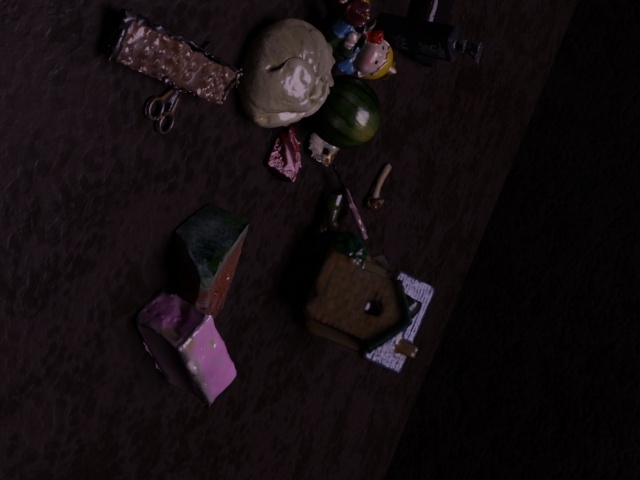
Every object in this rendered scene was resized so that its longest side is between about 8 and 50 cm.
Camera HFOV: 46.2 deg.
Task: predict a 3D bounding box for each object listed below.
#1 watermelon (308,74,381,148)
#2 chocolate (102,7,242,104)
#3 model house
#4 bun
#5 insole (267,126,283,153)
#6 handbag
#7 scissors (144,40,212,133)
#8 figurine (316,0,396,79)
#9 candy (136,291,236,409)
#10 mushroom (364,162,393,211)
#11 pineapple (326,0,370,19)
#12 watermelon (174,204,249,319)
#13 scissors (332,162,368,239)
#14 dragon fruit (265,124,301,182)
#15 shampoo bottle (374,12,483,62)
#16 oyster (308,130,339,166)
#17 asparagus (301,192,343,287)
[{"bbox_3d":[0.053,-0.337,1.925,0.188,0.215,0.188,-48,-164,19],"label":"watermelon"},{"bbox_3d":[-0.275,-0.340,1.413,0.329,0.065,0.102,14,107,-58],"label":"chocolate"},{"bbox_3d":[0.158,0.181,2.191,0.382,0.343,0.334,56,58,-79],"label":"model house"},{"bbox_3d":[-0.061,-0.375,1.701,0.259,0.160,0.259,-36,136,-45],"label":"bun"},{"bbox_3d":[-0.103,-0.288,1.852,0.053,0.002,0.152,-3,111,-62],"label":"insole"},{"bbox_3d":[0.347,-0.674,2.342,0.223,0.080,0.247,-5,113,-62],"label":"handbag"},{"bbox_3d":[-0.275,-0.314,1.498,0.220,0.017,0.088,-60,150,-20],"label":"scissors"},{"bbox_3d":[0.115,-0.484,1.848,0.234,0.185,0.127,31,55,-23],"label":"figurine"},{"bbox_3d":[-0.300,0.246,1.685,0.116,0.155,0.265,-49,147,-27],"label":"candy"},{"bbox_3d":[0.199,-0.178,2.439,0.187,0.061,0.060,-66,148,-17],"label":"mushroom"},{"bbox_3d":[0.074,-0.628,1.866,0.135,0.079,0.233,-61,153,-21],"label":"pineapple"},{"bbox_3d":[-0.257,0.078,1.705,0.193,0.140,0.256,-49,157,-43],"label":"watermelon"},{"bbox_3d":[0.082,-0.123,2.185,0.024,0.160,0.317,-23,143,3],"label":"scissors"},{"bbox_3d":[-0.075,-0.215,1.882,0.131,0.063,0.097,-66,157,-7],"label":"dragon fruit"},{"bbox_3d":[0.302,-0.558,2.081,0.071,0.309,0.098,-58,150,-24],"label":"shampoo bottle"},{"bbox_3d":[0.010,-0.258,2.038,0.146,0.045,0.121,-22,131,-47],"label":"oyster"},{"bbox_3d":[0.000,0.000,2.170,0.080,0.080,0.287,18,89,-63],"label":"asparagus"}]
